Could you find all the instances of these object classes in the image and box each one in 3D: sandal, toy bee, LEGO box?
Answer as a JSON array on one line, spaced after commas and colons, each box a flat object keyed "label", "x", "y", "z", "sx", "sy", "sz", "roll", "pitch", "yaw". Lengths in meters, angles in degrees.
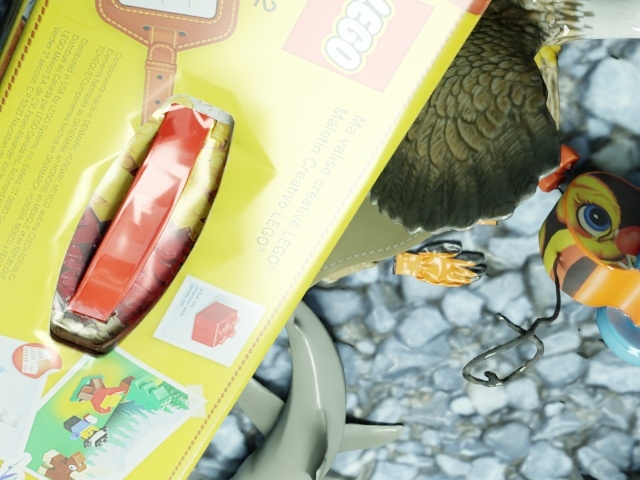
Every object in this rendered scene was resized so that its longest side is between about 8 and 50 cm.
[{"label": "sandal", "x": -0.003, "y": -0.006, "z": 1.300, "sx": 0.240, "sy": 0.079, "sz": 0.088, "roll": -34, "pitch": 99, "yaw": -16}, {"label": "toy bee", "x": 0.230, "y": -0.002, "z": 1.272, "sx": 0.298, "sy": 0.162, "sz": 0.195, "roll": 8, "pitch": 144, "yaw": -41}, {"label": "LEGO box", "x": -0.080, "y": -0.119, "z": 1.022, "sx": 0.193, "sy": 0.372, "sz": 0.500, "roll": 22, "pitch": 128, "yaw": -13}]

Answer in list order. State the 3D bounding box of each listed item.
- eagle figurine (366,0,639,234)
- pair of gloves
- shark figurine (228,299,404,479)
[{"label": "eagle figurine", "x": 0.116, "y": -0.146, "z": 1.078, "sx": 0.225, "sy": 0.298, "sz": 0.226, "roll": -24, "pitch": 91, "yaw": 23}, {"label": "pair of gloves", "x": 0.095, "y": -0.001, "z": 1.343, "sx": 0.074, "sy": 0.010, "sz": 0.083, "roll": 8, "pitch": 120, "yaw": -4}, {"label": "shark figurine", "x": -0.019, "y": 0.125, "z": 1.362, "sx": 0.166, "sy": 0.116, "sz": 0.278, "roll": -5, "pitch": 123, "yaw": 1}]
